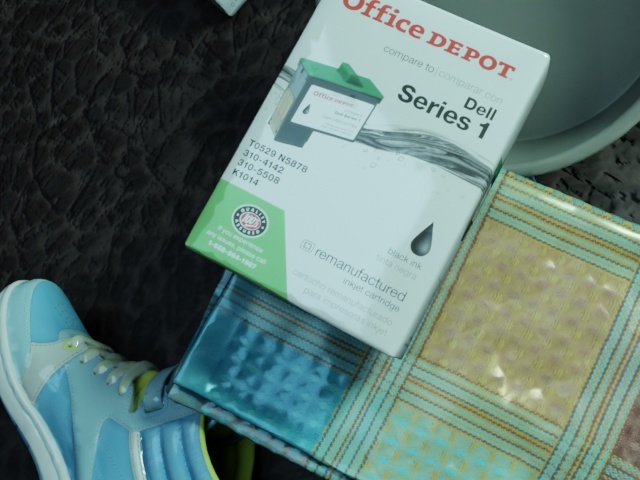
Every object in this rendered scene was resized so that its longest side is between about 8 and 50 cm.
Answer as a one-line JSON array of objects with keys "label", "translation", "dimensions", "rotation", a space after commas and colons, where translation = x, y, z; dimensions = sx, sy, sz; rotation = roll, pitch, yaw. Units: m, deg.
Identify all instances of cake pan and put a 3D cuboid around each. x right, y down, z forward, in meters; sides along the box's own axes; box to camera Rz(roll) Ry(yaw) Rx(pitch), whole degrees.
[{"label": "cake pan", "translation": [0.133, -0.194, 0.560], "dimensions": [0.293, 0.054, 0.293], "rotation": [11, 113, 28]}]

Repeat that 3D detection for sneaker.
[{"label": "sneaker", "translation": [-0.167, 0.131, 0.674], "dimensions": [0.208, 0.127, 0.319], "rotation": [-36, 69, 12]}]

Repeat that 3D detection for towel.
[{"label": "towel", "translation": [0.098, 0.071, 0.546], "dimensions": [0.370, 0.040, 0.271], "rotation": [24, 84, 13]}]

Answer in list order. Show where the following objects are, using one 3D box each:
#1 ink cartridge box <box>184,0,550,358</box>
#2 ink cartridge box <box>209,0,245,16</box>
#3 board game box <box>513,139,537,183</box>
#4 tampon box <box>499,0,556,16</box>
[{"label": "ink cartridge box", "translation": [0.035, -0.052, 0.511], "dimensions": [0.160, 0.092, 0.219], "rotation": [27, 86, 12]}, {"label": "ink cartridge box", "translation": [-0.108, -0.478, 0.906], "dimensions": [0.324, 0.071, 0.330], "rotation": [-49, 59, 3]}, {"label": "board game box", "translation": [0.116, -0.041, 0.645], "dimensions": [0.136, 0.035, 0.201], "rotation": [-26, 62, 16]}, {"label": "tampon box", "translation": [0.164, -0.244, 0.659], "dimensions": [0.161, 0.101, 0.120], "rotation": [24, 84, 31]}]
